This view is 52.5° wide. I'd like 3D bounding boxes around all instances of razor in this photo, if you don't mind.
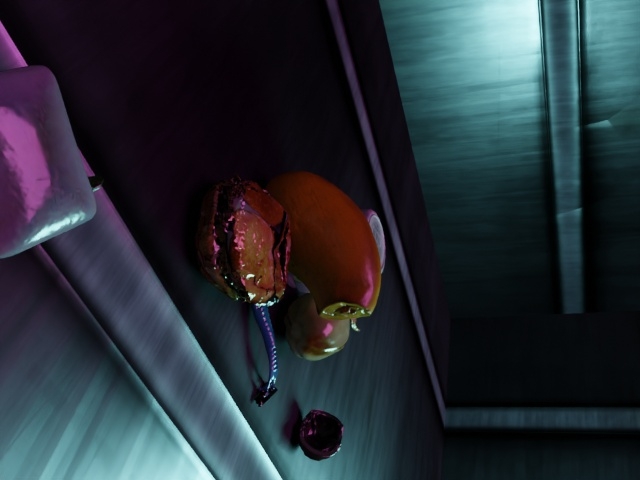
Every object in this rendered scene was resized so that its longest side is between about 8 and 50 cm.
[{"bbox_3d":[-0.107,0.179,1.229,0.082,0.042,0.253,-21,105,-69],"label":"razor"}]

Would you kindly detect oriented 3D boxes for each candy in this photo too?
[{"bbox_3d":[-0.303,-0.083,0.661,0.138,0.071,0.174,-39,122,-54],"label":"candy"}]

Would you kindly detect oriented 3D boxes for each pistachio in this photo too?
[{"bbox_3d":[-0.003,0.178,1.389,0.215,0.144,0.144,-40,123,-65],"label":"pistachio"}]

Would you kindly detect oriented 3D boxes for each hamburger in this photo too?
[{"bbox_3d":[-0.131,0.006,1.107,0.231,0.107,0.231,-2,90,-69],"label":"hamburger"}]

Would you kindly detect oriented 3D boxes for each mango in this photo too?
[{"bbox_3d":[0.004,-0.001,1.246,0.359,0.187,0.144,51,-5,29],"label":"mango"}]

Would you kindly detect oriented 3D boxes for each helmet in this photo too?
[{"bbox_3d":[-0.005,0.430,1.402,0.123,0.098,0.070,-62,174,-52],"label":"helmet"}]

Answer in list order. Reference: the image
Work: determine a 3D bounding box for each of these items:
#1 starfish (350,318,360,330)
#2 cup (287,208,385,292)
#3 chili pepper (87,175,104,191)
[{"bbox_3d":[0.111,0.148,1.859,0.238,0.057,0.213,48,48,-60],"label":"starfish"},{"bbox_3d":[0.025,0.037,1.402,0.167,0.202,0.221,54,36,-53],"label":"cup"},{"bbox_3d":[-0.295,-0.086,0.751,0.055,0.035,0.118,-64,144,-27],"label":"chili pepper"}]
